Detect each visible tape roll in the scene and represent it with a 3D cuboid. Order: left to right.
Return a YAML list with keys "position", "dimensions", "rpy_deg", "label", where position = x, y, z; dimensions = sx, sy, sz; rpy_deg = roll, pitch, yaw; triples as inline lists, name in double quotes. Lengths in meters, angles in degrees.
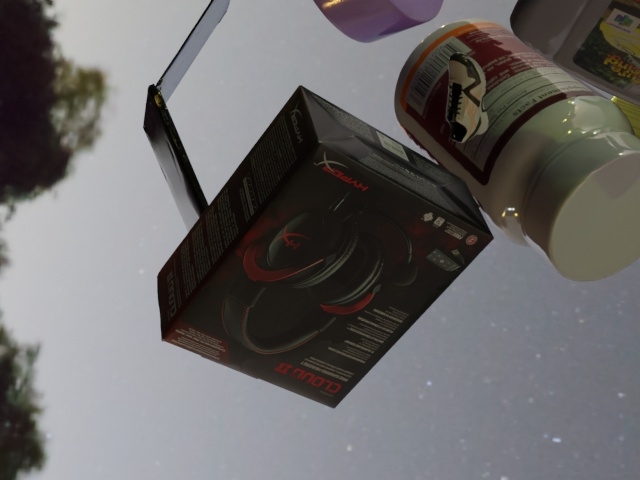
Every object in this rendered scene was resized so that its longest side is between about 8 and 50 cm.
- position: [0.058, -0.399, 1.255]
  dimensions: [0.090, 0.275, 0.275]
  rpy_deg: [-14, -116, 31]
  label: "tape roll"

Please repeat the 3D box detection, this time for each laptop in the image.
- position: [-0.165, -0.210, 1.634]
  dimensions: [0.382, 0.236, 0.408]
  rpy_deg: [168, -101, -79]
  label: "laptop"

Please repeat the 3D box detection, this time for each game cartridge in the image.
- position: [0.342, -0.206, 0.956]
  dimensions: [0.196, 0.294, 0.060]
  rpy_deg: [108, 6, -68]
  label: "game cartridge"

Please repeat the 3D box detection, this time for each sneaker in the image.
- position: [0.157, -0.154, 1.074]
  dimensions: [0.040, 0.043, 0.109]
  rpy_deg: [25, -37, 44]
  label: "sneaker"

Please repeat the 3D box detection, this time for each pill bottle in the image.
- position: [0.280, -0.131, 1.328]
  dimensions: [0.224, 0.224, 0.392]
  rpy_deg: [-63, -143, 23]
  label: "pill bottle"

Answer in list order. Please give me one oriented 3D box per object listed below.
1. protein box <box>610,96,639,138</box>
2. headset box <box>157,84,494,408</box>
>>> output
- position: [0.608, -0.218, 1.642]
  dimensions: [0.201, 0.136, 0.200]
  rpy_deg: [-50, -161, 7]
  label: "protein box"
- position: [-0.011, 0.027, 0.977]
  dimensions: [0.293, 0.218, 0.110]
  rpy_deg: [-49, -149, 24]
  label: "headset box"
